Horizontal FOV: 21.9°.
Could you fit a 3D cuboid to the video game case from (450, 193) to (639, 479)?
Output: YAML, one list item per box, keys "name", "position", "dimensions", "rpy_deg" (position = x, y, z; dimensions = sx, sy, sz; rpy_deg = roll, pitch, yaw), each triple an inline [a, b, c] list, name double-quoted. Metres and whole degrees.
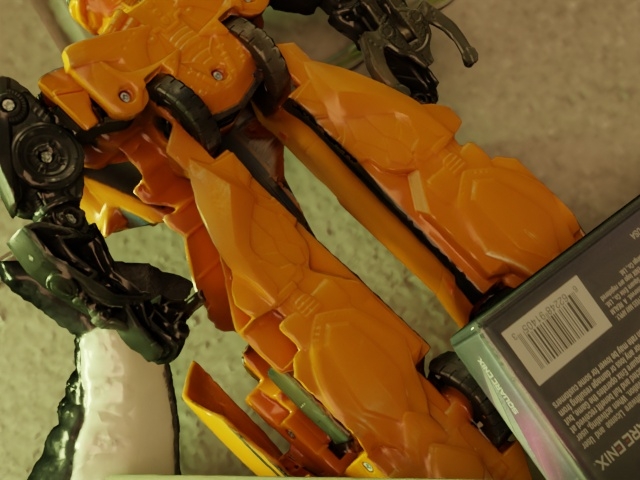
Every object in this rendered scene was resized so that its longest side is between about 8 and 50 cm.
- name: "video game case"
  position: [0.195, 0.101, 0.647]
  dimensions: [0.196, 0.026, 0.274]
  rpy_deg: [-33, 87, -36]

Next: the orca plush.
- name: "orca plush"
  position: [-0.124, 0.152, 0.687]
  dimensions: [0.102, 0.151, 0.287]
  rpy_deg: [-5, 91, 35]

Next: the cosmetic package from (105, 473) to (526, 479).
- name: "cosmetic package"
  position: [0.045, 0.173, 0.564]
  dimensions: [0.309, 0.113, 0.160]
  rpy_deg: [-3, 122, 36]

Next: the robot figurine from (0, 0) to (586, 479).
- name: "robot figurine"
  position: [0.000, 0.000, 0.669]
  dimensions: [0.291, 0.085, 0.211]
  rpy_deg: [45, 61, 4]
